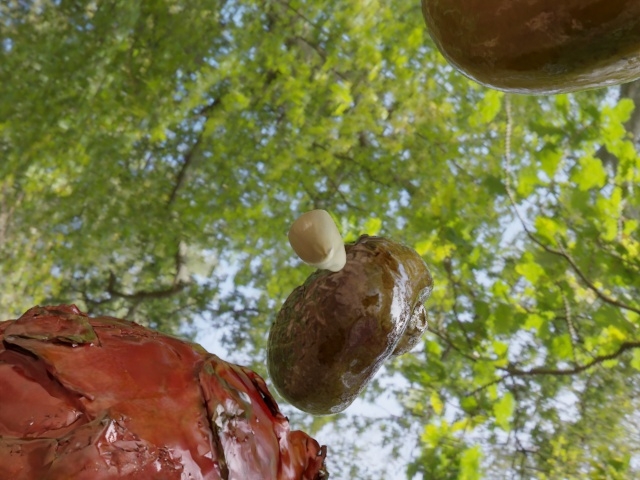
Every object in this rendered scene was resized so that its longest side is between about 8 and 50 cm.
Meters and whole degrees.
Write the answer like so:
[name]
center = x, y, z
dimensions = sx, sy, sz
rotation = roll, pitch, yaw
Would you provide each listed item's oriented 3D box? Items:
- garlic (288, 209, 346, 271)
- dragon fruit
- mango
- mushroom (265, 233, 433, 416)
[garlic]
center = 0.000, 0.001, 0.693
dimensions = 0.041, 0.083, 0.053
rotation = -41, -106, 3
[dragon fruit]
center = -0.156, 0.190, 0.582
dimensions = 0.296, 0.301, 0.295
rotation = -53, -168, 17
[mango]
center = 0.306, -0.323, 0.975
dimensions = 0.445, 0.232, 0.300
rotation = -5, -99, 42
[mushroom]
center = 0.034, 0.101, 1.020
dimensions = 0.153, 0.253, 0.253
rotation = 45, -73, 2
